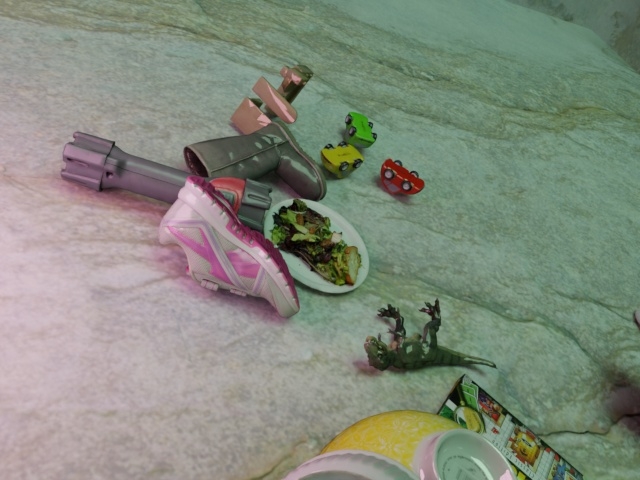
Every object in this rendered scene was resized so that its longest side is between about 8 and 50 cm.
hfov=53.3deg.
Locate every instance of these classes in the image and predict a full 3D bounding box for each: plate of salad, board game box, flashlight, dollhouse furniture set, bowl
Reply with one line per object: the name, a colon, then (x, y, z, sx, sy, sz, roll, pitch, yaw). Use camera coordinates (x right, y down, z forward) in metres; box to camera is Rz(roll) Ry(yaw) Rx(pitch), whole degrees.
plate of salad: (0.000, 0.000, 1.073, 0.200, 0.048, 0.199, 18, 45, -19)
board game box: (0.286, 0.325, 0.941, 0.260, 0.030, 0.136, 40, 41, 10)
flashlight: (-0.231, -0.082, 0.982, 0.304, 0.103, 0.103, 17, 36, -11)
dollhouse furniture set: (-0.060, -0.255, 1.266, 0.123, 0.144, 0.151, 46, 25, 10)
bowl: (0.142, 0.312, 0.753, 0.290, 0.156, 0.289, 19, 40, -17)

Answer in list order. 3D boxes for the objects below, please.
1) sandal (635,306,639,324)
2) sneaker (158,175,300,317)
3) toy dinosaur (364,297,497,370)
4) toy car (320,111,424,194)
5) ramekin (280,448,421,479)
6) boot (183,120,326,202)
sandal: (0.765, 0.229, 1.329, 0.102, 0.076, 0.265, -23, 32, 1)
sneaker: (-0.133, 0.028, 0.928, 0.252, 0.111, 0.103, 47, 7, -12)
toy dinosaur: (0.158, 0.155, 1.017, 0.268, 0.064, 0.118, 8, 51, -31)
toy car: (0.091, -0.188, 1.347, 0.239, 0.053, 0.224, 14, 41, -23)
ramekin: (0.024, 0.309, 0.621, 0.207, 0.207, 0.109, 54, -1, 26)
boot: (-0.110, -0.117, 1.115, 0.189, 0.076, 0.208, 50, 42, 9)
